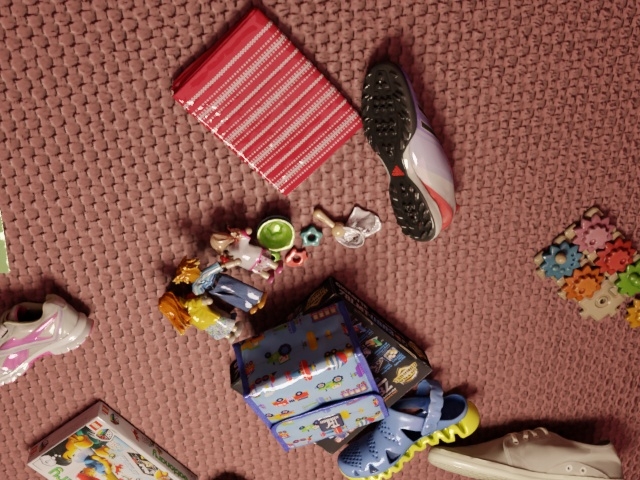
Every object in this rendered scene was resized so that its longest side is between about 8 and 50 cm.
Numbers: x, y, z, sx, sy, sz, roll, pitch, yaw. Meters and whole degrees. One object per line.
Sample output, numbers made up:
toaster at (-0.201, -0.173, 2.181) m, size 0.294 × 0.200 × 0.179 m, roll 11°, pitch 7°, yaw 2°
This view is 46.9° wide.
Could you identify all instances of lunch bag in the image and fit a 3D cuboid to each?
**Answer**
lunch bag at (-0.006, 0.286, 1.396) m, size 0.221 × 0.138 × 0.293 m, roll -22°, pitch 132°, yaw 1°

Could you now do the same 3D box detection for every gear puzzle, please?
gear puzzle at (0.585, 0.090, 1.486) m, size 0.339 × 0.044 × 0.175 m, roll 39°, pitch 107°, yaw -26°

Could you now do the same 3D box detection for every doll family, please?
doll family at (-0.191, 0.094, 1.303) m, size 0.163 × 0.118 × 0.263 m, roll 28°, pitch 124°, yaw -21°

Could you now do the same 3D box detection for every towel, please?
towel at (-0.083, -0.221, 1.212) m, size 0.199 × 0.031 × 0.275 m, roll -42°, pitch 119°, yaw 12°

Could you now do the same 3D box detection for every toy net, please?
toy net at (0.000, 0.000, 1.342) m, size 0.232 × 0.045 × 0.122 m, roll -3°, pitch 120°, yaw -7°

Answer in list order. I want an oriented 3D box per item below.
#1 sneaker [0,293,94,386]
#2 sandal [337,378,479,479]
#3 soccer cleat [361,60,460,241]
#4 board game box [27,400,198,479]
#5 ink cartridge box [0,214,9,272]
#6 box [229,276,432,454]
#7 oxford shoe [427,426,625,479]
sneaker at (-0.545, 0.172, 1.331) m, size 0.252 × 0.103 × 0.111 m, roll -28°, pitch 116°, yaw 0°
sandal at (0.170, 0.392, 1.559) m, size 0.317 × 0.126 × 0.138 m, roll -31°, pitch 116°, yaw 0°
soccer cleat at (0.159, -0.159, 1.257) m, size 0.116 × 0.109 × 0.318 m, roll -35°, pitch 116°, yaw -37°
board game box at (-0.428, 0.484, 1.547) m, size 0.193 × 0.053 × 0.305 m, roll -35°, pitch 119°, yaw 12°
ink cartridge box at (-0.660, -0.002, 1.233) m, size 0.235 × 0.056 × 0.171 m, roll 1°, pitch 119°, yaw -7°
box at (0.021, 0.259, 1.479) m, size 0.293 × 0.073 × 0.295 m, roll 39°, pitch 107°, yaw -26°
oxford shoe at (0.460, 0.483, 1.655) m, size 0.449 × 0.169 × 0.130 m, roll 6°, pitch 75°, yaw -4°
